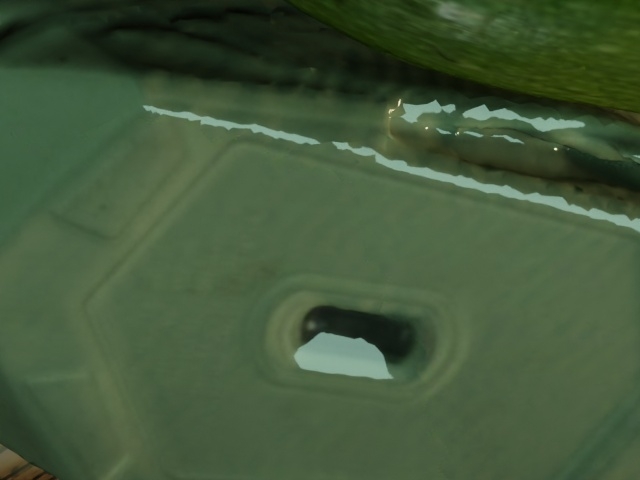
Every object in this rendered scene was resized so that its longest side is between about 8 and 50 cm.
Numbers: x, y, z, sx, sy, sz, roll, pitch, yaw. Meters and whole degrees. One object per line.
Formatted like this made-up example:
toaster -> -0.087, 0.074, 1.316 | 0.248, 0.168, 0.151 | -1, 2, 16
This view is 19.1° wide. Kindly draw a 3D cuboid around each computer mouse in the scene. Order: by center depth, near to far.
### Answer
computer mouse -> -0.003, -0.002, 0.810 | 0.429, 0.145, 0.228 | 9, 128, -10

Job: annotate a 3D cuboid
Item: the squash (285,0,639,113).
squash -> 0.088, -0.195, 0.648 | 0.309, 0.310, 0.310 | 8, 121, -7
